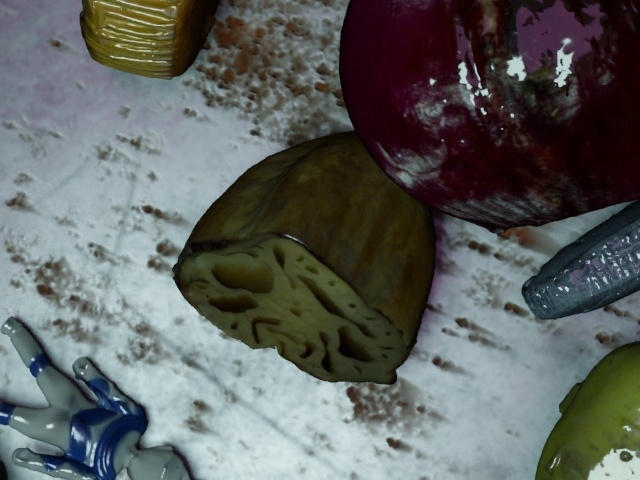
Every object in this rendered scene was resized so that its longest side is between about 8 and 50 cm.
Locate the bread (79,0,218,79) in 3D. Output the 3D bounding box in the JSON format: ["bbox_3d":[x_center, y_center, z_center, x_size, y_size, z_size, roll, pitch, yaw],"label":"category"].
[{"bbox_3d":[-0.128,-0.228,1.432,0.104,0.199,0.199,16,88,-1],"label":"bread"}]

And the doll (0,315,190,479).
[{"bbox_3d":[-0.200,0.166,1.480,0.227,0.057,0.114,32,59,5],"label":"doll"}]

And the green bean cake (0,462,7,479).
[{"bbox_3d":[-0.332,0.263,1.465,0.185,0.094,0.183,-31,86,0],"label":"green bean cake"}]

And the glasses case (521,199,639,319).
[{"bbox_3d":[0.297,-0.013,1.446,0.282,0.109,0.067,-28,89,1],"label":"glasses case"}]

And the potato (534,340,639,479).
[{"bbox_3d":[0.272,0.193,1.417,0.197,0.148,0.228,0,89,-11],"label":"potato"}]

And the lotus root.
[{"bbox_3d":[0.001,0.001,1.450,0.188,0.199,0.180,46,51,-30],"label":"lotus root"}]

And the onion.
[{"bbox_3d":[0.147,-0.137,1.357,0.260,0.336,0.281,-17,104,12],"label":"onion"}]
